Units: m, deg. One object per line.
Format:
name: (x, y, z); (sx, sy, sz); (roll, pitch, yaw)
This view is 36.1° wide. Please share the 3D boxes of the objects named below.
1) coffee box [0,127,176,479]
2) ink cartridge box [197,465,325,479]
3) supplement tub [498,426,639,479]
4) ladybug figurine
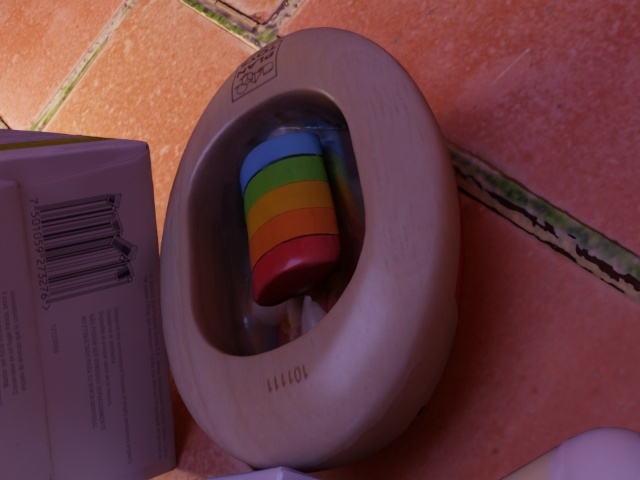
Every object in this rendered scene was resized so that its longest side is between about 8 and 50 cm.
coffee box: (-0.383, 0.075, 0.949); (0.334, 0.338, 0.337); (9, 106, 44)
ink cartridge box: (-0.095, 0.293, 0.806); (0.311, 0.065, 0.185); (-27, 46, 56)
supplement tub: (0.140, 0.253, 0.556); (0.325, 0.235, 0.235); (-36, 46, 18)
ladybug figurine: (0.000, 0.000, 0.883); (0.305, 0.162, 0.449); (-26, 51, 28)
